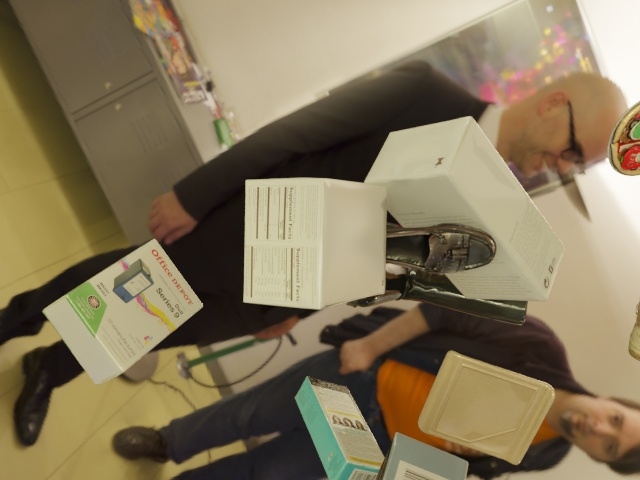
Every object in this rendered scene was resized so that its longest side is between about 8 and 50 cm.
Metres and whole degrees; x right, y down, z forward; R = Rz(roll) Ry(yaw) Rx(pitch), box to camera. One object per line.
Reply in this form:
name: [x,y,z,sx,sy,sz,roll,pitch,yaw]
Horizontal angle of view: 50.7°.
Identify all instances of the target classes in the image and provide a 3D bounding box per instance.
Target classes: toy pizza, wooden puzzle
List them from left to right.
wooden puzzle: [0.358,0.364,1.480,0.044,0.239,0.221,-56,165,-64]
toy pizza: [0.712,-0.222,1.450,0.201,0.201,0.032,54,7,-38]

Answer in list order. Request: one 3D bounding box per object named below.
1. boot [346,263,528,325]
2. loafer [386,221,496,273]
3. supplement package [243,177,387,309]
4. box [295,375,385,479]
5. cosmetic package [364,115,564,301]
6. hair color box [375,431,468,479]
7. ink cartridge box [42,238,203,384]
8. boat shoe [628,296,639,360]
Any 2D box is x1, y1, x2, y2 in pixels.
boot: [0.312,0.139,1.748,0.367,0.445,0.146,-39,145,-73]
loafer: [0.199,0.021,1.358,0.095,0.303,0.109,-56,149,-68]
supplement package: [0.000,0.000,1.165,0.262,0.145,0.204,-3,94,-63]
box: [0.036,0.363,1.283,0.101,0.060,0.244,21,17,-27]
cosmetic package: [0.333,-0.052,1.517,0.453,0.230,0.161,45,60,-32]
hair color box: [0.087,0.476,0.961,0.185,0.114,0.374,-57,164,-55]
ink cartridge box: [-0.328,0.116,1.151,0.154,0.093,0.212,56,38,-6]
boat shoe: [0.704,0.121,1.344,0.341,0.122,0.110,-35,126,-48]
